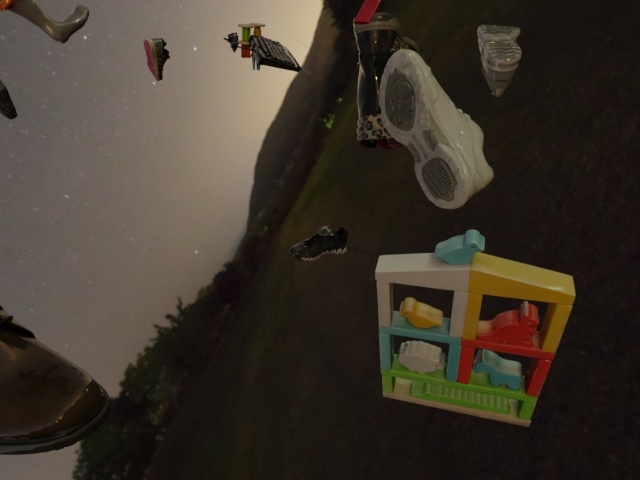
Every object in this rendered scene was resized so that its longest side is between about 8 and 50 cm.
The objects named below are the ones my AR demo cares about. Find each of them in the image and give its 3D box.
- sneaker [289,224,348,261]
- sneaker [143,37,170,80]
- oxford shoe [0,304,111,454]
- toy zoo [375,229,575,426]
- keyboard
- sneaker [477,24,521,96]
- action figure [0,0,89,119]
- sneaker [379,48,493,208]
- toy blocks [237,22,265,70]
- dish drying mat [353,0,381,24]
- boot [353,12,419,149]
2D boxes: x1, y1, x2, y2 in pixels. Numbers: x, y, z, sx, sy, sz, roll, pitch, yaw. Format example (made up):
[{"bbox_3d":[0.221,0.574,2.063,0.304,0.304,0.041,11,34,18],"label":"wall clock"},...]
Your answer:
[{"bbox_3d":[0.000,0.000,1.440,0.078,0.234,0.106,40,127,40],"label":"sneaker"},{"bbox_3d":[-0.547,-0.617,1.525,0.075,0.063,0.170,-31,-19,-24],"label":"sneaker"},{"bbox_3d":[-0.258,0.086,0.335,0.083,0.227,0.096,-47,-31,-58],"label":"oxford shoe"},{"bbox_3d":[0.163,0.109,0.516,0.030,0.192,0.293,-66,-24,-45],"label":"toy zoo"},{"bbox_3d":[-0.171,-0.549,1.279,0.317,0.201,0.033,-112,31,-54],"label":"keyboard"},{"bbox_3d":[0.443,-0.469,1.143,0.281,0.105,0.115,-67,-18,-44],"label":"sneaker"},{"bbox_3d":[-0.383,-0.274,0.390,0.330,0.341,0.178,38,-127,-60],"label":"action figure"},{"bbox_3d":[0.167,-0.161,0.634,0.115,0.232,0.090,-22,-1,-34],"label":"sneaker"},{"bbox_3d":[-0.230,-0.641,1.494,0.123,0.054,0.148,-45,-33,-52],"label":"toy blocks"},{"bbox_3d":[0.087,-0.406,0.773,0.032,0.008,0.083,15,72,35],"label":"dish drying mat"},{"bbox_3d":[0.174,-0.380,1.151,0.377,0.138,0.284,-16,-74,-72],"label":"boot"}]
